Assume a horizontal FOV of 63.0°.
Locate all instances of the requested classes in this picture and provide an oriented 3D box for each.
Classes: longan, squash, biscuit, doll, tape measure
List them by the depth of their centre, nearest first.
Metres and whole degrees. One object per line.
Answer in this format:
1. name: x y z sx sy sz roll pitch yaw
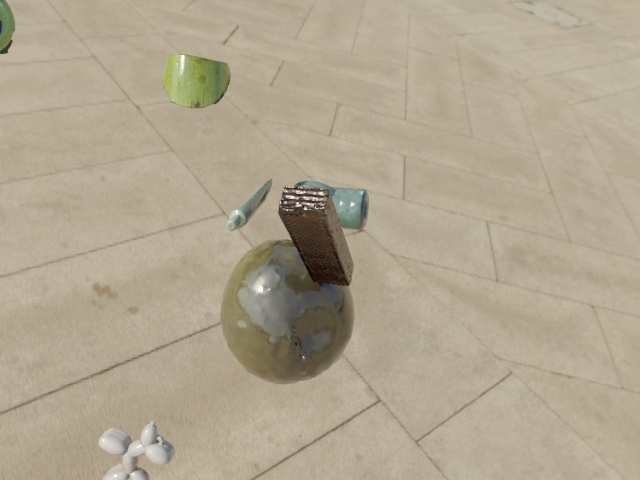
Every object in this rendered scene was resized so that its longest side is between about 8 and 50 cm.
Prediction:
1. tape measure: -0.728 -0.461 1.092 0.154 0.177 0.087 -27 39 -34
2. doll: -0.393 0.460 1.121 0.160 0.161 0.059 2 9 8
3. biscuit: 0.000 0.000 1.243 0.107 0.388 0.073 5 64 15
4. squash: -0.357 -0.471 1.486 0.191 0.085 0.184 4 63 -5
5. longan: -0.095 0.224 1.562 0.404 0.436 0.404 -8 55 12

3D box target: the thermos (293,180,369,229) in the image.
1. thermos: 0.018 -0.127 1.807 0.286 0.182 0.145 6 52 11

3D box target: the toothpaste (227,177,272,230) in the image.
1. toothpaste: -0.149 -0.073 1.127 0.037 0.067 0.255 24 25 2
